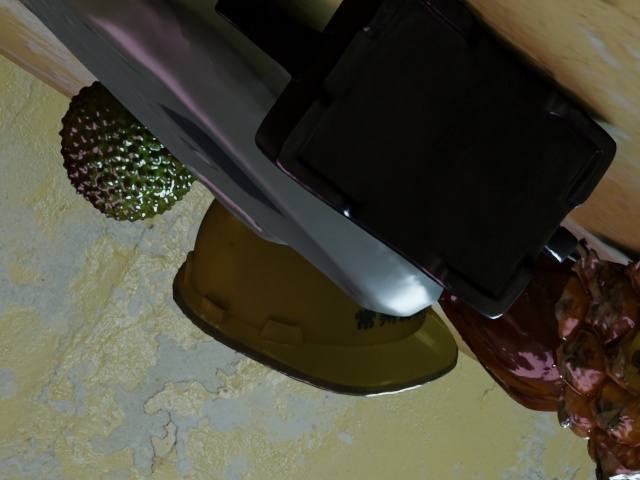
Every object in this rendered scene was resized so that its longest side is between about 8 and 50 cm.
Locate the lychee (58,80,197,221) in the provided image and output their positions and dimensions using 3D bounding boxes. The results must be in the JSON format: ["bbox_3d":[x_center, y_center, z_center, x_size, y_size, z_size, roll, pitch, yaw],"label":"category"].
[{"bbox_3d":[-0.206,-0.107,1.356,0.171,0.171,0.171,32,177,2],"label":"lychee"}]

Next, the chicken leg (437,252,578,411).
[{"bbox_3d":[0.088,0.018,0.848,0.304,0.093,0.113,34,150,21],"label":"chicken leg"}]

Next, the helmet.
[{"bbox_3d":[0.000,0.000,0.986,0.205,0.140,0.257,-11,-152,-37],"label":"helmet"}]

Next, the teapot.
[{"bbox_3d":[0.034,-0.044,0.497,0.177,0.087,0.096,34,-179,-27],"label":"teapot"}]

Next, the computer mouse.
[{"bbox_3d":[-0.037,-0.074,0.670,0.197,0.095,0.331,28,166,43],"label":"computer mouse"}]

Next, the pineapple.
[{"bbox_3d":[0.211,0.111,0.709,0.233,0.135,0.079,35,176,-18],"label":"pineapple"}]
